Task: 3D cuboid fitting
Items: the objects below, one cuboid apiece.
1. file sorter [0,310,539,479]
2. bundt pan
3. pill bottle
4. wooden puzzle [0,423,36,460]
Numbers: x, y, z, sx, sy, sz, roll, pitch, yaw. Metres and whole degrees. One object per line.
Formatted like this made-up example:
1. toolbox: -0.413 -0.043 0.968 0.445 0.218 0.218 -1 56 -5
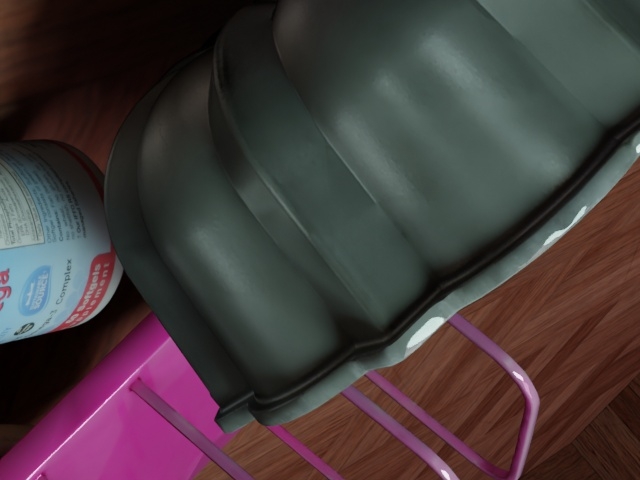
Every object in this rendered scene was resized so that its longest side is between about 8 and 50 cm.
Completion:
1. file sorter: -0.038 0.153 0.815 0.291 0.182 0.202 -45 160 -17
2. bundt pan: 0.037 -0.079 0.624 0.331 0.124 0.331 -42 -170 9
3. pill bottle: -0.162 0.005 0.622 0.087 0.087 0.160 -49 160 29
4. wooden puzzle: -0.286 0.189 0.860 0.348 0.080 0.322 -38 163 10
